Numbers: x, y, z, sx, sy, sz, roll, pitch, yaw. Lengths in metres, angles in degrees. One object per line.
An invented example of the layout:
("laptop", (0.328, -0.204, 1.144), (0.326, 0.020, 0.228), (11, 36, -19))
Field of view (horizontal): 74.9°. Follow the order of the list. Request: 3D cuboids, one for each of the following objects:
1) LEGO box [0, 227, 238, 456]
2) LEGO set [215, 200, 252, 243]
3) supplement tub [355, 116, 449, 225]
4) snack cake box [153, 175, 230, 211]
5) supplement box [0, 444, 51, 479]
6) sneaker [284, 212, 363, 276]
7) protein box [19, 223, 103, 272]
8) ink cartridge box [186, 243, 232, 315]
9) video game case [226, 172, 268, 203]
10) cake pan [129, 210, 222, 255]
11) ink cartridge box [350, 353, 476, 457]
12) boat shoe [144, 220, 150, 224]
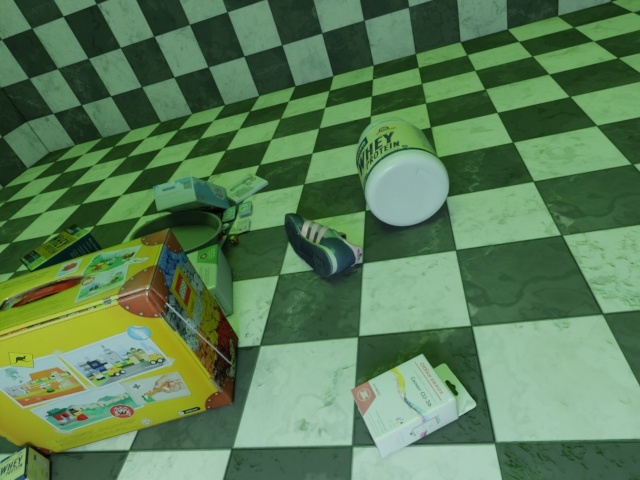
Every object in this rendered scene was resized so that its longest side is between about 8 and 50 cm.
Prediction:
("LEGO box", (-0.483, 0.238, 0.904), (0.499, 0.373, 0.193), (-17, 35, 4))
("LEGO set", (-0.343, -0.061, 1.494), (0.182, 0.060, 0.244), (-19, 36, 9))
("supplement tub", (0.232, -0.221, 1.267), (0.235, 0.236, 0.325), (-15, 36, 7))
("snack cake box", (-0.459, -0.153, 1.517), (0.152, 0.089, 0.264), (-14, -5, 11))
("supplement box", (-0.620, 0.497, 0.879), (0.056, 0.083, 0.083), (-32, 37, -15))
("sneaker", (0.000, 0.000, 1.226), (0.130, 0.112, 0.319), (-16, 35, -24))
("protein box", (-0.838, 0.090, 1.415), (0.135, 0.200, 0.201), (16, 49, 39))
("ink cartridge box", (-0.402, 0.150, 1.194), (0.277, 0.117, 0.202), (-19, 36, 1))
("video game case", (-0.312, -0.215, 1.708), (0.157, 0.019, 0.143), (-37, 39, -21))
("cake pan", (-0.465, -0.010, 1.364), (0.292, 0.054, 0.293), (-3, 30, 2))
("ink cartridge box", (0.171, 0.292, 0.773), (0.198, 0.067, 0.115), (-25, 36, -6))
("boat shoe", (-0.604, 0.062, 1.422), (0.113, 0.127, 0.340), (-53, 30, 23))
